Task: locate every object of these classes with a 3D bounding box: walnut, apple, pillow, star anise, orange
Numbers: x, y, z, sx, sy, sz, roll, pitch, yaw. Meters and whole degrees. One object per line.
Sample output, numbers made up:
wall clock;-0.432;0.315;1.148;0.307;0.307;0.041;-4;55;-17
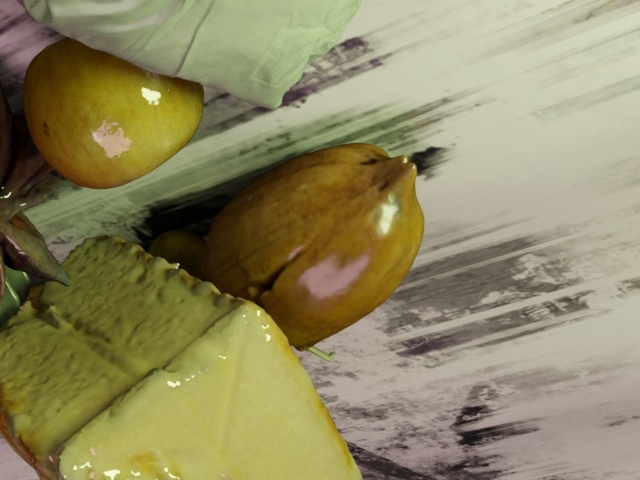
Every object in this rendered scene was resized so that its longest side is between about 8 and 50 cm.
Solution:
walnut;0.000;0.000;1.537;0.209;0.209;0.336;19;142;-28
apple;-0.203;-0.139;1.329;0.182;0.182;0.155;-23;113;37
pillow;-0.090;-0.250;1.153;0.310;0.138;0.283;18;138;-30
star anise;-0.365;-0.046;1.444;0.108;0.315;0.315;28;175;46
orange;-0.178;0.028;1.712;0.085;0.085;0.095;24;154;-35

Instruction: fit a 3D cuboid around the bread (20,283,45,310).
bread;-0.353;0.140;1.858;0.344;0.149;0.195;-5;140;15

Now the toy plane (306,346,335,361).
toy plane;-0.091;0.107;1.771;0.229;0.092;0.244;24;180;6

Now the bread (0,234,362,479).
bread;-0.175;0.227;1.566;0.371;0.279;0.390;25;152;49

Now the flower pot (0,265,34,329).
flower pot;-0.498;0.093;1.617;0.254;0.367;0.164;-27;99;34
